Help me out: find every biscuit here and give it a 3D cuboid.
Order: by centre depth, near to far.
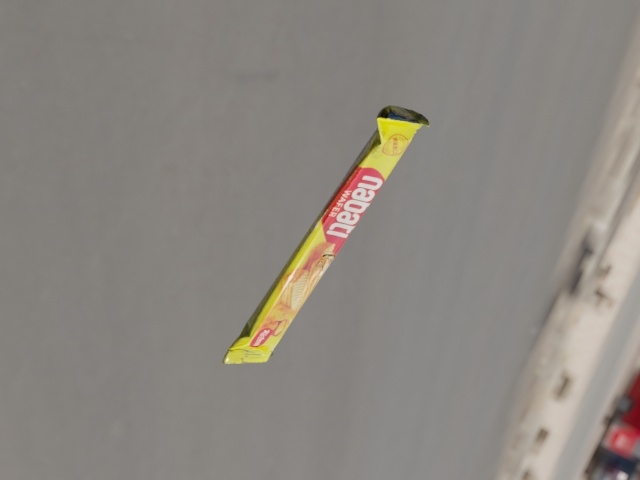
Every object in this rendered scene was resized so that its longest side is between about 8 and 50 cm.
[{"bbox_3d":[0.000,0.000,1.495,0.048,0.026,0.292,9,130,-32],"label":"biscuit"}]
